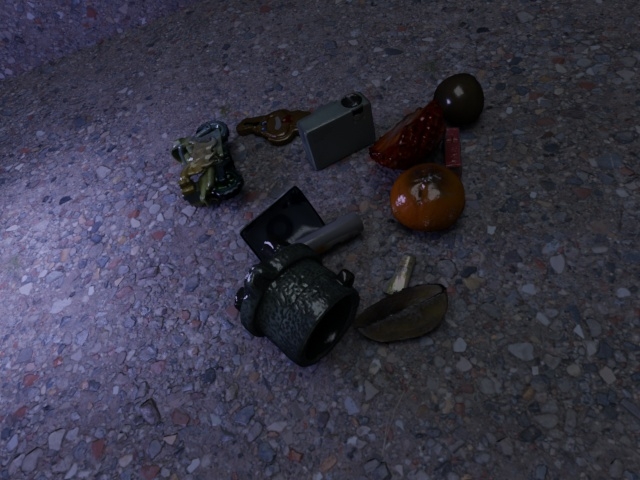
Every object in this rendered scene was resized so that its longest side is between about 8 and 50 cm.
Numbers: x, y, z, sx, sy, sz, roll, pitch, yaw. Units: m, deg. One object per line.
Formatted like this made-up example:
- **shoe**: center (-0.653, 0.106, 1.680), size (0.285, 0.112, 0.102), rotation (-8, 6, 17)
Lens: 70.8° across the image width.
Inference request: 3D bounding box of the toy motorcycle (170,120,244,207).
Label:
- **toy motorcycle**: center (-0.420, -0.284, 1.647), size (0.236, 0.169, 0.410), rotation (-23, 53, -1)

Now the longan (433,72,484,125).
- **longan**: center (0.485, -0.494, 1.579), size (0.189, 0.189, 0.189), rotation (-7, 54, 9)

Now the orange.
- **orange**: center (0.318, -0.131, 1.353), size (0.224, 0.170, 0.224), rotation (-7, 52, 9)

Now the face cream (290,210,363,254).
- **face cream**: center (0.000, 0.000, 1.379), size (0.269, 0.107, 0.073), rotation (-27, 73, -13)

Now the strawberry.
- **strawberry**: center (0.285, -0.303, 1.439), size (0.265, 0.149, 0.336), rotation (-29, 14, 37)

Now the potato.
- **potato**: center (0.228, 0.201, 1.210), size (0.261, 0.100, 0.120), rotation (-25, 13, 13)

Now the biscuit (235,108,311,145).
- **biscuit**: center (-0.186, -0.455, 1.788), size (0.319, 0.047, 0.183), rotation (8, 55, 21)

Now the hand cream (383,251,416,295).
- **hand cream**: center (0.234, 0.099, 1.297), size (0.061, 0.039, 0.143), rotation (17, 66, 21)

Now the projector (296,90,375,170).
- **projector**: center (0.056, -0.388, 1.586), size (0.256, 0.192, 0.099), rotation (-28, 54, -6)

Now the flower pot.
- **flower pot**: center (-0.077, 0.145, 1.177), size (0.282, 0.299, 0.299), rotation (35, 69, 27)

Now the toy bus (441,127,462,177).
- **toy bus**: center (0.437, -0.293, 1.495), size (0.065, 0.077, 0.192), rotation (0, 56, 11)

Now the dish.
- **dish**: center (-0.126, -0.034, 1.431), size (0.243, 0.182, 0.080), rotation (-42, 19, -17)
